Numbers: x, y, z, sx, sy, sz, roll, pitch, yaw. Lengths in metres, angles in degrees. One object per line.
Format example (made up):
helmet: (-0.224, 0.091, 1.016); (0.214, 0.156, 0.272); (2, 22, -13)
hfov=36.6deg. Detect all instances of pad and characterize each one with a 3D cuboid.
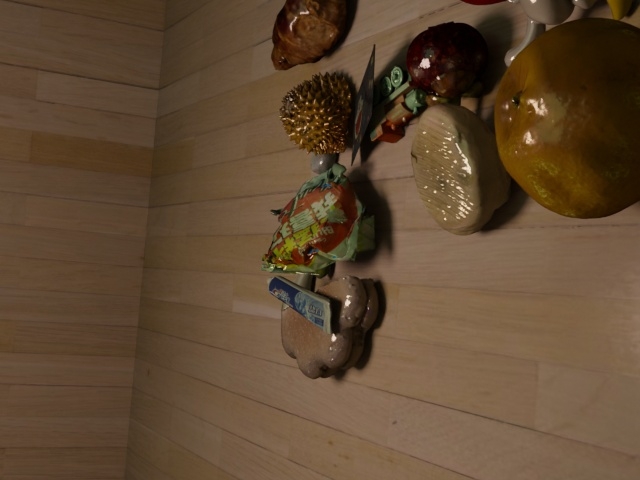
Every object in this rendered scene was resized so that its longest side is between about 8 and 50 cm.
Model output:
pad: (0.090, -0.284, 2.059); (0.245, 0.006, 0.170); (110, 166, -68)

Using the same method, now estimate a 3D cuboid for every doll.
doll: (0.365, -0.413, 1.498); (0.237, 0.111, 0.252); (-11, 101, 37)

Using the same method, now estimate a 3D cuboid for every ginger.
ginger: (-0.030, -0.571, 2.303); (0.274, 0.153, 0.357); (36, 115, 60)

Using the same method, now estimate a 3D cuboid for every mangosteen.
mangosteen: (0.243, -0.307, 1.749); (0.146, 0.156, 0.181); (-31, 85, 28)

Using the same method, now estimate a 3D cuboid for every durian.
durian: (-0.021, -0.306, 2.239); (0.249, 0.138, 0.183); (-119, 42, -61)

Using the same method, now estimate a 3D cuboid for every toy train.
toy train: (0.161, -0.280, 1.964); (0.176, 0.074, 0.118); (-29, 66, 57)

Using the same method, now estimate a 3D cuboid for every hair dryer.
hair dryer: (-0.058, 0.102, 2.356); (0.199, 0.067, 0.167); (-113, 46, -68)

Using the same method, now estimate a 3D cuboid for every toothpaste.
toothpaste: (-0.046, 0.127, 2.094); (0.268, 0.047, 0.069); (25, 90, 54)

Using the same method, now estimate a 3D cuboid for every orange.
orange: (0.369, -0.171, 1.349); (0.279, 0.235, 0.279); (-167, 90, -68)

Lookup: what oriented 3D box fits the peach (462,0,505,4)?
peach: (0.287, -0.483, 1.617); (0.192, 0.190, 0.190); (41, 120, 60)

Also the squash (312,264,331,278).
squash: (0.000, 0.000, 2.240); (0.052, 0.052, 0.183); (-35, 53, 56)

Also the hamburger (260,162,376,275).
hamburger: (0.012, -0.025, 2.093); (0.261, 0.150, 0.276); (-27, 36, 33)

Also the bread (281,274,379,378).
bread: (0.020, 0.201, 2.109); (0.337, 0.102, 0.183); (-35, 57, 54)

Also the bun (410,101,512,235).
bun: (0.254, -0.126, 1.694); (0.210, 0.116, 0.237); (22, 128, 57)

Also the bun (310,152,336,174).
bun: (0.008, -0.193, 2.267); (0.083, 0.045, 0.083); (-45, 31, 38)
